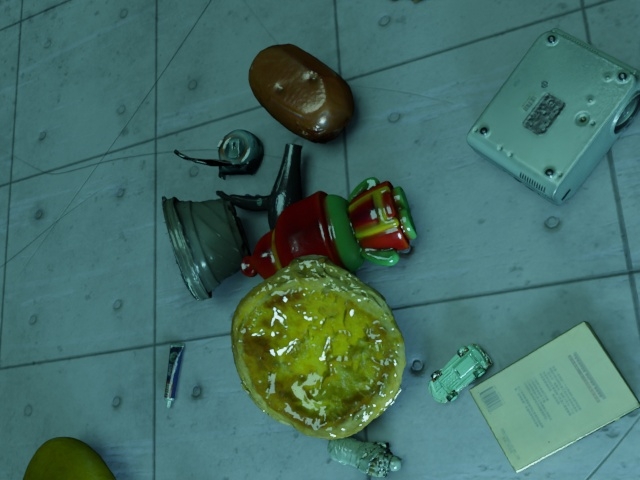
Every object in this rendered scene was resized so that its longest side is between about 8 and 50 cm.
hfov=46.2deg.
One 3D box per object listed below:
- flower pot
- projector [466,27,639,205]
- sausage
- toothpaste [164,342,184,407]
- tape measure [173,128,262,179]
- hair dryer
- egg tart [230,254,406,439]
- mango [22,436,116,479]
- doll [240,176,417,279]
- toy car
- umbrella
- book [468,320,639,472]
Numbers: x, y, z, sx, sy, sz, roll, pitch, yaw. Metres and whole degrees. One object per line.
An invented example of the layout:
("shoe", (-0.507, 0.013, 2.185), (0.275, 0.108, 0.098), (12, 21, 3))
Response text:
("flower pot", (-0.228, -0.001, 1.549), (0.140, 0.235, 0.236), (-21, 66, -1))
("projector", (0.409, -0.215, 1.300), (0.198, 0.108, 0.250), (41, 97, 29))
("sausage", (-0.044, -0.309, 1.553), (0.268, 0.141, 0.153), (42, 98, 31))
("toothpaste", (-0.319, 0.290, 1.616), (0.037, 0.021, 0.140), (-1, 74, 27))
("tape measure", (-0.213, -0.201, 1.606), (0.104, 0.179, 0.107), (-7, 74, 44))
("hair dryer", (-0.134, -0.108, 1.581), (0.219, 0.075, 0.196), (6, 88, 29))
("egg tart", (0.003, 0.194, 1.370), (0.341, 0.129, 0.341), (4, 101, 19))
("mango", (-0.517, 0.620, 1.533), (0.301, 0.220, 0.445), (-34, 54, 24))
("doll", (0.001, 0.000, 1.436), (0.363, 0.160, 0.183), (-21, 71, 23))
("toy car", (0.242, 0.236, 1.316), (0.122, 0.035, 0.059), (-48, 60, 19))
("umbrella", (0.080, 0.388, 1.354), (0.143, 0.062, 0.067), (6, 49, 30))
("book", (0.381, 0.258, 1.239), (0.230, 0.026, 0.161), (-35, 64, 17))
